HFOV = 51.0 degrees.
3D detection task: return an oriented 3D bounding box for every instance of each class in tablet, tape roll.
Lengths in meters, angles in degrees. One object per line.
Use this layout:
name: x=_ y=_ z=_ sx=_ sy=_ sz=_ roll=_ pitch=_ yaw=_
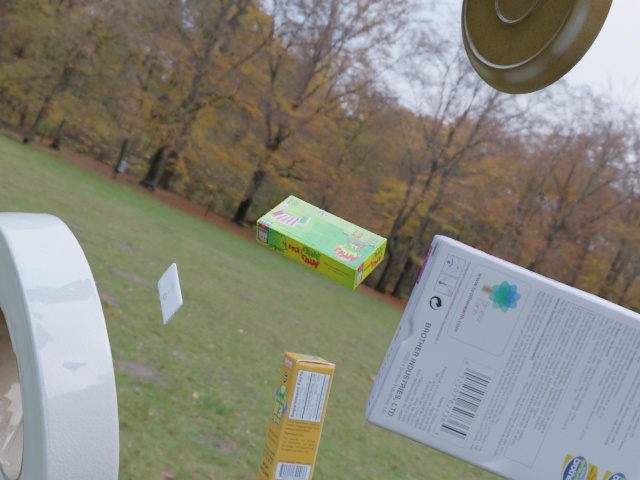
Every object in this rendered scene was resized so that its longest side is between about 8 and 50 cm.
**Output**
tablet: x=-0.230 y=0.080 z=1.018 sx=0.006 sy=0.054 sz=0.083 roll=19 pitch=36 yaw=-37
tape roll: x=-0.328 y=0.162 z=0.758 sx=0.072 sy=0.392 sz=0.392 roll=-4 pitch=18 yaw=-36

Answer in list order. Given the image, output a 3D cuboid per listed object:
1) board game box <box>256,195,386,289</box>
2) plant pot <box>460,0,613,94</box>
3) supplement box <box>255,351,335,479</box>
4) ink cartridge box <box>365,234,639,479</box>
board game box: x=0.000 y=0.000 z=1.040 sx=0.181 sy=0.043 sz=0.092 roll=26 pitch=43 yaw=23
plant pot: x=0.250 y=-0.300 z=0.820 sx=0.032 sy=0.236 sz=0.236 roll=3 pitch=11 yaw=-31
supplement box: x=-0.043 y=0.311 z=1.130 sx=0.080 sy=0.234 sz=0.078 roll=16 pitch=-5 yaw=-21
ink cartridge box: x=0.218 y=0.137 z=0.625 sx=0.311 sy=0.186 sz=0.065 roll=22 pitch=6 yaw=4
